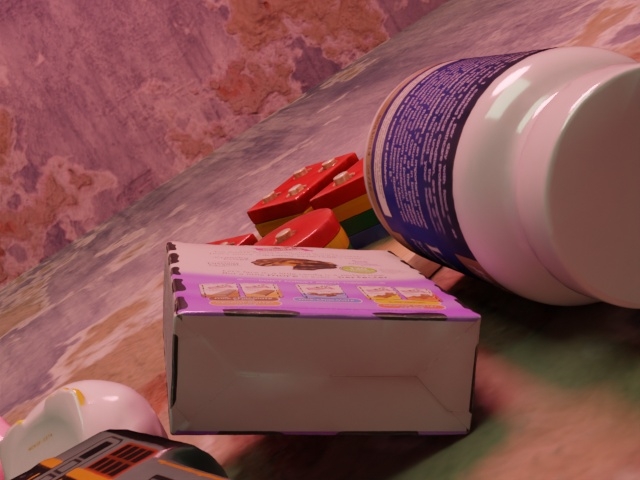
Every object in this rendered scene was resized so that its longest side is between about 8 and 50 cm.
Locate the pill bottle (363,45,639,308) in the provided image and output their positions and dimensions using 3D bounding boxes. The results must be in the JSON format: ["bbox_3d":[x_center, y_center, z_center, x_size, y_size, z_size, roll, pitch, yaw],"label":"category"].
[{"bbox_3d":[0.134,-0.043,0.604,0.153,0.153,0.264,-33,14,-8],"label":"pill bottle"}]

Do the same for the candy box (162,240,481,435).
[{"bbox_3d":[-0.013,0.053,0.595,0.164,0.070,0.196,2,10,-11],"label":"candy box"}]

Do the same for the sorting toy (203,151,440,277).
[{"bbox_3d":[0.000,0.000,0.863,0.257,0.089,0.255,-40,17,-32],"label":"sorting toy"}]

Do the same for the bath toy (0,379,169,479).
[{"bbox_3d":[-0.237,0.191,0.657,0.348,0.129,0.152,-28,58,20],"label":"bath toy"}]

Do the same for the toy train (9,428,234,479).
[{"bbox_3d":[-0.081,0.167,0.394,0.190,0.142,0.334,-29,11,-32],"label":"toy train"}]
